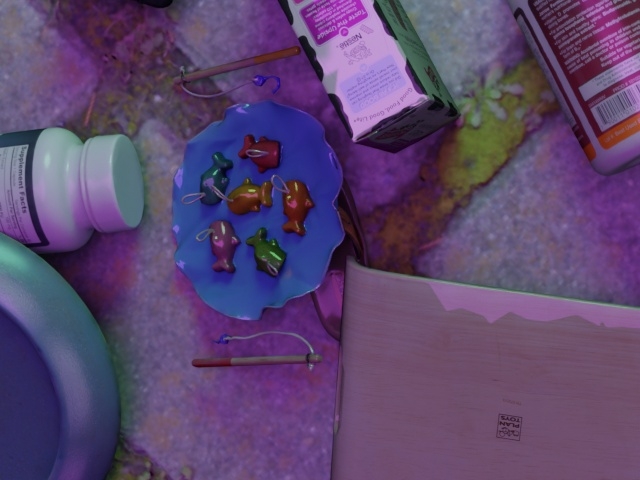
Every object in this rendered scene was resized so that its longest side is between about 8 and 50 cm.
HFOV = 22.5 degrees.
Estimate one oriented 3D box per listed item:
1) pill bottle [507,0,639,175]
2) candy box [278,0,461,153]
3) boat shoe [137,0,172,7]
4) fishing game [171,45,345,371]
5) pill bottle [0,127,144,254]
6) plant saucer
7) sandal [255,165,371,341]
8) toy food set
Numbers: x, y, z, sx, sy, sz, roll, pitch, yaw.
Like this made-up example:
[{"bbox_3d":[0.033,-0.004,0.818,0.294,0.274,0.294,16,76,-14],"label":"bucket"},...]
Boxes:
[{"bbox_3d":[0.220,-0.171,1.251,0.121,0.121,0.221,-27,84,11],"label":"pill bottle"},{"bbox_3d":[0.017,-0.188,1.278,0.071,0.159,0.233,-30,82,12],"label":"candy box"},{"bbox_3d":[-0.096,-0.348,1.334,0.113,0.127,0.340,26,87,-17],"label":"boat shoe"},{"bbox_3d":[-0.059,-0.025,1.321,0.189,0.041,0.264,-4,85,37],"label":"fishing game"},{"bbox_3d":[-0.246,-0.040,1.362,0.180,0.108,0.108,-6,88,12],"label":"pill bottle"},{"bbox_3d":[-0.325,0.133,1.357,0.317,0.044,0.318,4,110,11],"label":"plant saucer"},{"bbox_3d":[0.000,0.000,1.335,0.072,0.049,0.180,-23,84,12],"label":"sandal"},{"bbox_3d":[0.157,0.138,1.288,0.306,0.092,0.220,8,102,14],"label":"toy food set"}]
